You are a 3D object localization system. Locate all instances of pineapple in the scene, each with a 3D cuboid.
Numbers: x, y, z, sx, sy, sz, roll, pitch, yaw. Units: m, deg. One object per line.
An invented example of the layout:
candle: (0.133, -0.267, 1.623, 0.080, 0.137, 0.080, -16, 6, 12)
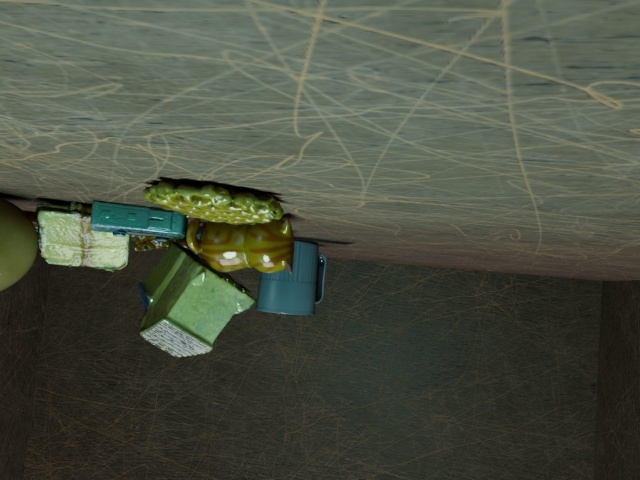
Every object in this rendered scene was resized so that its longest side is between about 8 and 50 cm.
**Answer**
pineapple: (-0.574, -0.012, 1.841, 0.236, 0.115, 0.186, 5, 176, -36)

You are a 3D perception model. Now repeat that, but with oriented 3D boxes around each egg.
egg: (-0.975, 0.013, 1.389, 0.373, 0.302, 0.301, 1, 174, 28)

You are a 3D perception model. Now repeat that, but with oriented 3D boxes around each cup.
cup: (-0.107, 0.159, 2.186, 0.330, 0.312, 0.256, 6, 176, -19)

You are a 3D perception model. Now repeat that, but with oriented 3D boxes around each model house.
model house: (-0.377, 0.186, 1.444, 0.261, 0.266, 0.321, 41, 170, -35)

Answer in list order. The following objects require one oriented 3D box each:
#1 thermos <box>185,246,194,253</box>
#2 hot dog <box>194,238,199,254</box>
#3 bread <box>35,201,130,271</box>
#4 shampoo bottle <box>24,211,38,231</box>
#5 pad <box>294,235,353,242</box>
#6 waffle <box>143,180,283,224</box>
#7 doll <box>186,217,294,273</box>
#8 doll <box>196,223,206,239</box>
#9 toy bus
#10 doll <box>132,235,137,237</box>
thermos: (-0.550, 0.010, 2.093, 0.136, 0.110, 0.330, 7, 175, -20)
hot dog: (-0.390, 0.030, 1.915, 0.212, 0.103, 0.146, -9, 138, 20)
bread: (-0.709, -0.017, 1.507, 0.263, 0.199, 0.236, 5, 168, -20)
shampoo bottle: (-1.083, -0.066, 1.959, 0.313, 0.076, 0.118, 7, 178, -20)
pad: (0.000, 0.000, 1.999, 0.265, 0.002, 0.176, 6, 176, -11)
waffle: (-0.215, -0.072, 1.011, 0.290, 0.051, 0.291, 4, 173, 0)
doll: (-0.191, 0.007, 1.311, 0.269, 0.167, 0.162, -3, -164, 14)
doll: (-0.376, -0.016, 1.761, 0.119, 0.076, 0.180, 1, 176, 9)
toy bus: (-0.508, -0.052, 1.409, 0.261, 0.091, 0.109, 5, 169, -17)
doll: (-0.815, -0.035, 2.213, 0.142, 0.058, 0.098, 9, -168, 17)
